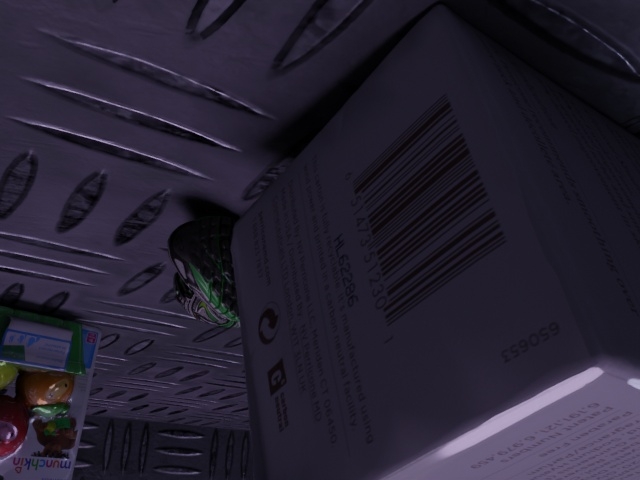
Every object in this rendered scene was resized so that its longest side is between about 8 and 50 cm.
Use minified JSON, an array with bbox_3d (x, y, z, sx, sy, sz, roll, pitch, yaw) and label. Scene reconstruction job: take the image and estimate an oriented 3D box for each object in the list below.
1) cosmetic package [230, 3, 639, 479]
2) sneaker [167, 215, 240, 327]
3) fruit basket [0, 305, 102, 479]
[{"bbox_3d":[0.174,0.077,0.604,0.394,0.329,0.327,19,133,-33],"label":"cosmetic package"},{"bbox_3d":[-0.159,0.068,0.950,0.146,0.134,0.343,0,158,6],"label":"sneaker"},{"bbox_3d":[-0.606,0.312,1.276,0.165,0.352,0.327,-19,149,41],"label":"fruit basket"}]
